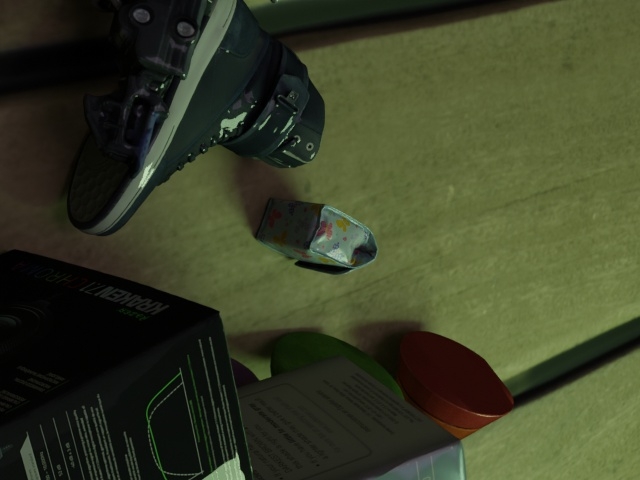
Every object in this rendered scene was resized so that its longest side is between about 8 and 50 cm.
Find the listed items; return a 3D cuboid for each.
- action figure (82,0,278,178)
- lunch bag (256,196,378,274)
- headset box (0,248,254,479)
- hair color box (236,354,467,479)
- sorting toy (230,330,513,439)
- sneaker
[{"bbox_3d":[-0.120,-0.228,0.924,0.330,0.178,0.341,13,73,-28],"label":"action figure"},{"bbox_3d":[0.000,0.000,1.179,0.083,0.071,0.053,25,79,-45],"label":"lunch bag"},{"bbox_3d":[-0.232,0.131,0.855,0.283,0.246,0.131,-27,117,-37],"label":"headset box"},{"bbox_3d":[-0.099,0.212,0.971,0.374,0.185,0.113,-16,112,-23],"label":"hair color box"},{"bbox_3d":[0.011,0.166,1.227,0.365,0.127,0.126,2,126,-42],"label":"sorting toy"},{"bbox_3d":[-0.086,-0.072,1.069,0.163,0.086,0.226,42,69,-40],"label":"sneaker"}]
